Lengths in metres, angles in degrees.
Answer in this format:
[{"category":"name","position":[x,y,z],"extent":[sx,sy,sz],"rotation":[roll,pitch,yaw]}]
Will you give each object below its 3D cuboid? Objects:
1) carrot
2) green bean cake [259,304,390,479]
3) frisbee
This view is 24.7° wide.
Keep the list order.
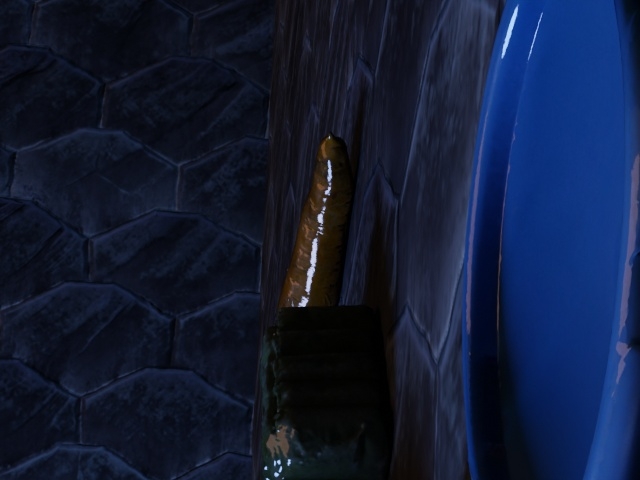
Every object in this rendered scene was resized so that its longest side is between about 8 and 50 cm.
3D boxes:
[{"category":"carrot","position":[0.000,0.000,1.421],"extent":[0.059,0.059,0.248],"rotation":[-94,13,-56]},{"category":"green bean cake","position":[-0.001,0.167,1.147],"extent":[0.183,0.094,0.185],"rotation":[-96,6,-56]},{"category":"frisbee","position":[0.089,0.003,0.494],"extent":[0.242,0.045,0.242],"rotation":[-177,90,-84]}]
